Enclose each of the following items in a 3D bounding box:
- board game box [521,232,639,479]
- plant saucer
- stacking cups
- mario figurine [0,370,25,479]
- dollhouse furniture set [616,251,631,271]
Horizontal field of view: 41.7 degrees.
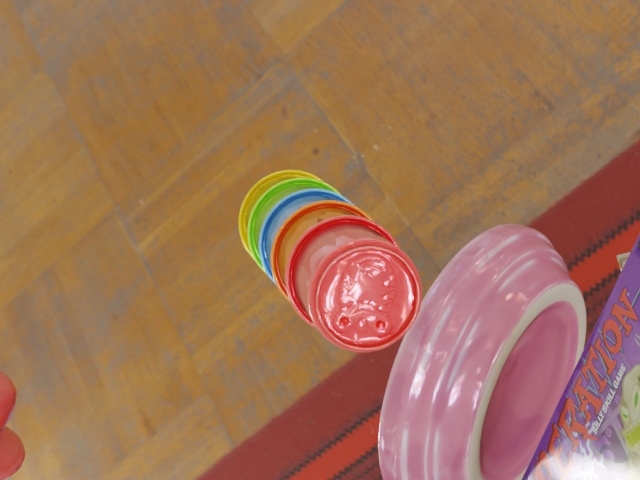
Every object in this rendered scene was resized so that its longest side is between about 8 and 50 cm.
[{"bbox_3d":[0.230,0.164,0.572,0.056,0.347,0.208,3,37,-10],"label":"board game box"},{"bbox_3d":[0.192,0.150,0.901,0.084,0.332,0.332,22,84,37],"label":"plant saucer"},{"bbox_3d":[0.000,0.000,0.599,0.096,0.316,0.096,-1,96,-10],"label":"stacking cups"},{"bbox_3d":[-0.329,0.230,0.632,0.198,0.170,0.320,42,95,21],"label":"mario figurine"},{"bbox_3d":[0.763,0.085,1.573,0.355,0.303,0.174,-14,25,20],"label":"dollhouse furniture set"}]
